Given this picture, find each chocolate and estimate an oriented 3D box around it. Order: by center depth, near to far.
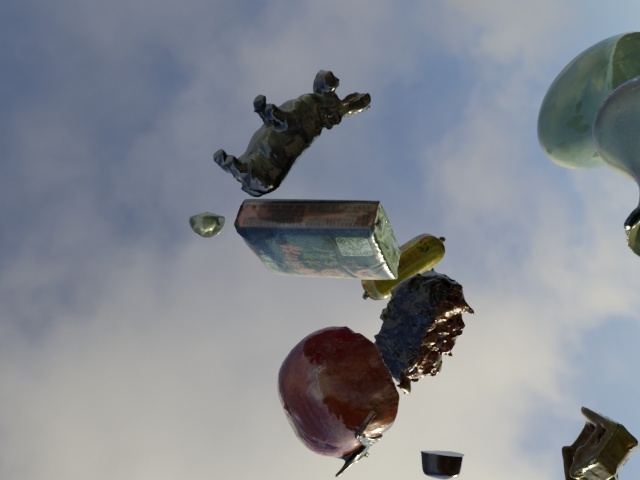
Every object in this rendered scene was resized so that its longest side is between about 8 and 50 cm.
[{"bbox_3d":[0.378,0.677,2.213,0.149,0.125,0.080,14,-102,-38],"label":"chocolate"}]

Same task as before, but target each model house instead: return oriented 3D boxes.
[{"bbox_3d":[0.701,0.570,1.933,0.239,0.173,0.268,-55,-36,-2],"label":"model house"}]

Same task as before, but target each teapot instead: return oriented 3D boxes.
[{"bbox_3d":[0.458,-0.097,0.981,0.183,0.184,0.250,45,-134,-35],"label":"teapot"}]

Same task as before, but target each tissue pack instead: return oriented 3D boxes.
[{"bbox_3d":[0.000,0.000,1.619,0.228,0.316,0.103,60,-143,-54],"label":"tissue pack"}]

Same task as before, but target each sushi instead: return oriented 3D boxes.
[{"bbox_3d":[0.260,0.249,1.988,0.197,0.182,0.343,0,-63,-36],"label":"sushi"}]

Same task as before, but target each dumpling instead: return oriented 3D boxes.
[{"bbox_3d":[-0.259,-0.034,1.688,0.077,0.043,0.059,-7,-79,-20],"label":"dumpling"}]

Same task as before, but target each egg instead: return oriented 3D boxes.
[{"bbox_3d":[0.699,-0.333,1.800,0.276,0.389,0.276,23,-140,-21],"label":"egg"}]

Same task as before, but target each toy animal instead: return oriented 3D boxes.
[{"bbox_3d":[-0.054,-0.235,1.512,0.343,0.106,0.168,-41,-55,-6],"label":"toy animal"}]

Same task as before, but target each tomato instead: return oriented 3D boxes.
[{"bbox_3d":[0.000,0.310,1.492,0.170,0.309,0.308,-2,-103,-42],"label":"tomato"}]

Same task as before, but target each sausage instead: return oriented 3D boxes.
[{"bbox_3d":[0.277,0.085,2.459,0.347,0.123,0.123,-34,-70,-10],"label":"sausage"}]
